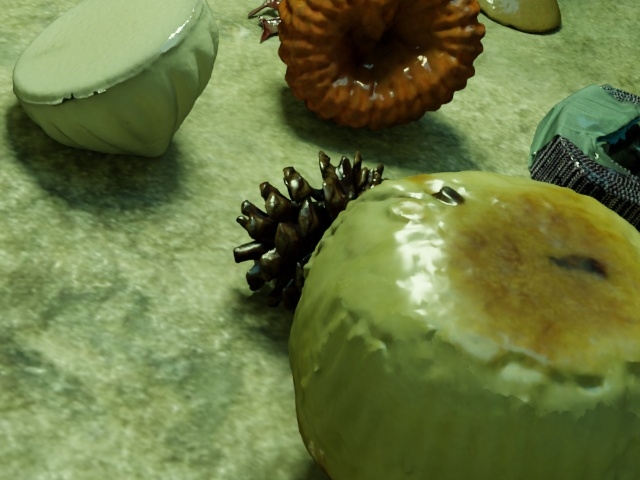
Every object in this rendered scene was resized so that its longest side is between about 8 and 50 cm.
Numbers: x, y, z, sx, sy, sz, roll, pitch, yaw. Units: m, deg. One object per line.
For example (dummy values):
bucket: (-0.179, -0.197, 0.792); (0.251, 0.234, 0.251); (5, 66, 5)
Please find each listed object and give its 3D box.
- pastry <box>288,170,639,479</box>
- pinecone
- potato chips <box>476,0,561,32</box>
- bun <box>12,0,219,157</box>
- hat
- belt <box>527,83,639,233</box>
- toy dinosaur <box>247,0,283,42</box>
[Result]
pastry: (0.151, 0.123, 1.173); (0.388, 0.313, 0.389); (8, 42, -7)
pinecone: (0.000, 0.000, 1.379); (0.207, 0.208, 0.208); (15, 34, -11)
potato chips: (0.361, -0.458, 2.326); (0.208, 0.062, 0.195); (14, 37, -16)
bun: (-0.227, -0.188, 1.527); (0.263, 0.175, 0.263); (-17, 38, 14)
hat: (0.062, -0.339, 1.821); (0.285, 0.285, 0.400); (11, 25, -17)
belt: (0.440, -0.107, 1.836); (0.260, 0.122, 0.324); (43, 41, 17)
toy dinosaur: (-0.048, -0.358, 1.975); (0.108, 0.032, 0.220); (27, 36, 1)
